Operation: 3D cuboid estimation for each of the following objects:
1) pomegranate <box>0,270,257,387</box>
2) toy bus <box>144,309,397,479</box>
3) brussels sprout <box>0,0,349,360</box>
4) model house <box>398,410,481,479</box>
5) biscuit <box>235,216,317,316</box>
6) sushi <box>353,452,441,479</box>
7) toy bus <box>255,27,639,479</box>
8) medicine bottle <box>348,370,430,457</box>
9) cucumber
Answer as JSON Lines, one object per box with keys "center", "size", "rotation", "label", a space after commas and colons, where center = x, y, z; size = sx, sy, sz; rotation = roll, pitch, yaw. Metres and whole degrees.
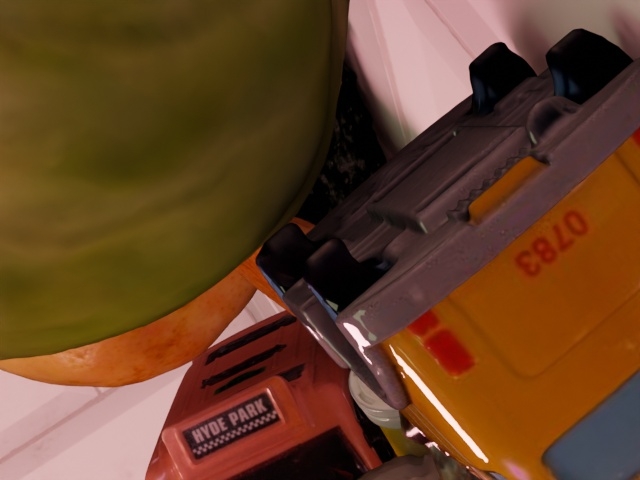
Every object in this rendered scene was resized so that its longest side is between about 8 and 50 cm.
{"center": [-0.190, -0.059, 1.483], "size": [0.342, 0.342, 0.342], "rotation": [57, 174, 9], "label": "pomegranate"}
{"center": [-0.018, 0.195, 1.645], "size": [0.233, 0.203, 0.427], "rotation": [63, -175, -7], "label": "toy bus"}
{"center": [-0.175, -0.127, 0.780], "size": [0.425, 0.342, 0.361], "rotation": [56, 169, 36], "label": "brussels sprout"}
{"center": [0.101, 0.062, 0.823], "size": [0.165, 0.106, 0.152], "rotation": [-36, 71, 49], "label": "model house"}
{"center": [0.034, 0.043, 1.081], "size": [0.280, 0.043, 0.183], "rotation": [33, 162, 26], "label": "biscuit"}
{"center": [0.085, 0.312, 1.307], "size": [0.294, 0.281, 0.299], "rotation": [60, 159, -20], "label": "sushi"}
{"center": [0.070, 0.019, 0.655], "size": [0.136, 0.126, 0.209], "rotation": [50, 175, -9], "label": "toy bus"}
{"center": [0.092, 0.160, 1.441], "size": [0.074, 0.074, 0.218], "rotation": [51, 173, 48], "label": "medicine bottle"}
{"center": [0.010, -0.025, 1.140], "size": [0.081, 0.072, 0.303], "rotation": [53, 173, 36], "label": "cucumber"}
